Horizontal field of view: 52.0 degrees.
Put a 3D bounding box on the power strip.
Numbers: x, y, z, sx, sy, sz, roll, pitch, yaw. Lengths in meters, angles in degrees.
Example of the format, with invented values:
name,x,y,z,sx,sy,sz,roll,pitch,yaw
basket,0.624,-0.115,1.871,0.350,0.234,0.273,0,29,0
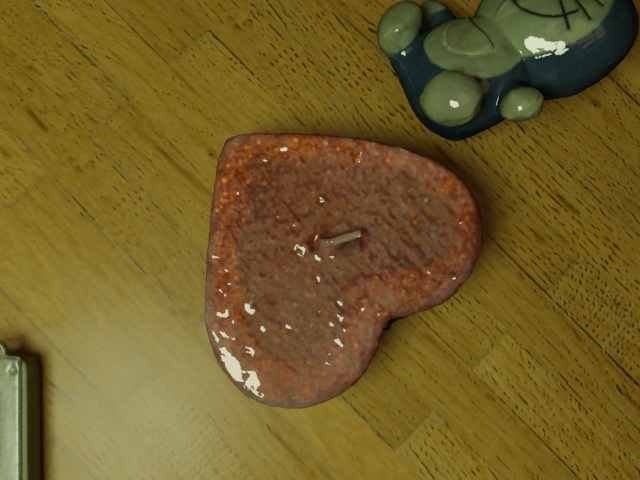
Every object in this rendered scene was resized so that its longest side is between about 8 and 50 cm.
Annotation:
name,x,y,z,sx,sy,sz,roll,pitch,yaw
power strip,-0.335,0.241,0.681,0.078,0.052,0.272,-4,82,-3

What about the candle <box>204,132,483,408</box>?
name,x,y,z,sx,sy,sz,roll,pitch,yaw
candle,0.000,0.000,0.692,0.317,0.131,0.287,-37,83,-8

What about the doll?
name,x,y,z,sx,sy,sz,roll,pitch,yaw
doll,0.209,-0.211,0.709,0.258,0.154,0.228,-30,47,4
